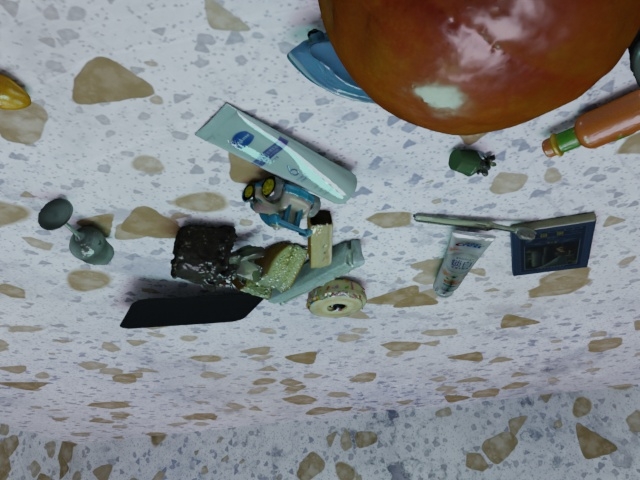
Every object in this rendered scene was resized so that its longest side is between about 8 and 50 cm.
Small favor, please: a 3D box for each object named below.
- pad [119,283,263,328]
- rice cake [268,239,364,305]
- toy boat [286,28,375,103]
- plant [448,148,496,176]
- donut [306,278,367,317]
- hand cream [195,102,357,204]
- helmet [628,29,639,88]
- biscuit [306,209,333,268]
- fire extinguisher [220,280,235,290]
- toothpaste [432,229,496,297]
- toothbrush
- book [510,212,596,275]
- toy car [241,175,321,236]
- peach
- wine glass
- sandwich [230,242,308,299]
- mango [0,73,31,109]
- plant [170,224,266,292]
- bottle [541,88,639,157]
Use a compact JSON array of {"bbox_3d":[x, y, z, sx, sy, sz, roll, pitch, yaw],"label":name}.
[{"bbox_3d":[-0.375,0.187,1.854,0.375,0.063,0.315,1,153,-29],"label":"pad"},{"bbox_3d":[-0.017,0.085,1.643,0.063,0.066,0.336,11,151,-41],"label":"rice cake"},{"bbox_3d":[0.067,-0.258,0.971,0.238,0.109,0.098,7,-175,-18],"label":"toy boat"},{"bbox_3d":[0.296,-0.146,1.245,0.102,0.051,0.051,6,152,-27],"label":"plant"},{"bbox_3d":[0.043,0.156,1.784,0.175,0.068,0.174,-4,151,-2],"label":"donut"},{"bbox_3d":[-0.066,-0.156,1.211,0.321,0.067,0.109,25,143,-30],"label":"hand cream"},{"bbox_3d":[0.524,-0.309,0.821,0.305,0.177,0.225,-7,159,-8],"label":"helmet"},{"bbox_3d":[0.000,0.000,1.489,0.056,0.052,0.188,-10,149,-7],"label":"biscuit"},{"bbox_3d":[-0.266,0.101,1.699,0.100,0.032,0.046,13,114,-27],"label":"fire extinguisher"},{"bbox_3d":[0.340,0.055,1.612,0.100,0.066,0.323,9,153,2],"label":"toothpaste"},{"bbox_3d":[0.351,-0.034,1.477,0.294,0.028,0.026,10,134,-6],"label":"toothbrush"},{"bbox_3d":[0.568,0.017,1.607,0.191,0.025,0.269,-9,152,13],"label":"book"},{"bbox_3d":[-0.092,-0.060,1.298,0.161,0.098,0.126,-6,157,44],"label":"toy car"},{"bbox_3d":[0.154,-0.280,0.689,0.302,0.342,0.343,-4,158,-39],"label":"peach"},{"bbox_3d":[-0.519,-0.010,1.400,0.079,0.079,0.195,-7,151,9],"label":"wine glass"},{"bbox_3d":[-0.137,0.086,1.606,0.090,0.088,0.244,22,144,-39],"label":"sandwich"},{"bbox_3d":[-0.496,-0.230,1.016,0.060,0.046,0.089,-27,148,37],"label":"mango"},{"bbox_3d":[-0.232,0.042,1.469,0.203,0.131,0.142,6,148,-19],"label":"plant"},{"bbox_3d":[0.483,-0.197,1.148,0.187,0.069,0.069,-22,147,36],"label":"bottle"}]
